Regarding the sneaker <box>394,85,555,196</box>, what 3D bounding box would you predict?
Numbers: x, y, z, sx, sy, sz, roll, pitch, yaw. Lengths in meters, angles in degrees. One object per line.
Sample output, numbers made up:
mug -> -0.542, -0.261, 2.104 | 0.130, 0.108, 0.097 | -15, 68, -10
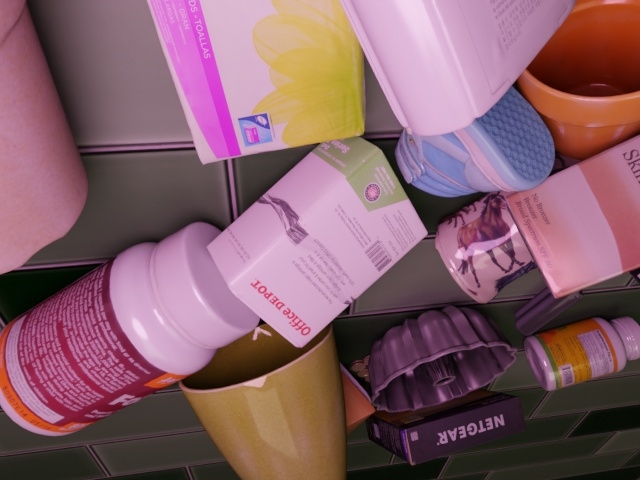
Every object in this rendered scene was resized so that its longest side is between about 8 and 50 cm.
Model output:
sneaker -> 0.135, -0.178, 0.641 | 0.127, 0.208, 0.319 | -42, 100, -20

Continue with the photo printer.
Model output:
photo printer -> 0.105, -0.290, 0.422 | 0.256, 0.107, 0.308 | -49, 121, -25

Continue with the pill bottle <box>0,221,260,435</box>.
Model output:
pill bottle -> -0.307, 0.142, 0.781 | 0.392, 0.224, 0.224 | -28, 133, 16

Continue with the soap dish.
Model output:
soap dish -> -0.049, 0.365, 1.054 | 0.118, 0.229, 0.291 | -25, 157, -52

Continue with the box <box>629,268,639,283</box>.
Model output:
box -> 0.739, -0.014, 0.914 | 0.184, 0.103, 0.261 | 4, 134, -34

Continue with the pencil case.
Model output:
pencil case -> 0.397, -0.052, 0.789 | 0.410, 0.160, 0.183 | -32, 142, 19

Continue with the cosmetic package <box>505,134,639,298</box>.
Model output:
cosmetic package -> 0.410, -0.049, 0.612 | 0.296, 0.153, 0.129 | -28, 166, 19

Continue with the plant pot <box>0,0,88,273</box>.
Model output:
plant pot -> -0.395, -0.127, 0.464 | 0.333, 0.334, 0.306 | -7, 146, -6

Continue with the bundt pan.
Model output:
bundt pan -> 0.250, 0.256, 1.061 | 0.330, 0.124, 0.331 | -11, 143, -9

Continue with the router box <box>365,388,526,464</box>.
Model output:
router box -> 0.295, 0.440, 1.182 | 0.308, 0.081, 0.243 | -8, 173, -19

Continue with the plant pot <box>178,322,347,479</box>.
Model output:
plant pot -> -0.065, 0.322, 0.842 | 0.274, 0.275, 0.294 | -17, 98, 5

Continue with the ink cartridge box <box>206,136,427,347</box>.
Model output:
ink cartridge box -> 0.000, 0.000, 0.725 | 0.273, 0.115, 0.198 | -41, 132, -3

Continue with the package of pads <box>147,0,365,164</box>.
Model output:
package of pads -> -0.062, -0.243, 0.545 | 0.229, 0.101, 0.297 | -11, 135, -1

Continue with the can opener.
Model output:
can opener -> 0.519, 0.095, 1.035 | 0.093, 0.074, 0.280 | 35, 123, 4

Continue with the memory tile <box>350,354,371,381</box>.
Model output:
memory tile -> 0.151, 0.320, 1.202 | 0.113, 0.012, 0.148 | -30, 133, 17

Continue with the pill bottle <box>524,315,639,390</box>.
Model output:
pill bottle -> 0.642, 0.267, 1.168 | 0.245, 0.136, 0.136 | -18, 135, 5

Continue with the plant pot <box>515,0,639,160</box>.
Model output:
plant pot -> 0.359, -0.207, 0.621 | 0.205, 0.205, 0.188 | -25, 150, 12

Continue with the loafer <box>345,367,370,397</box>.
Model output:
loafer -> 0.051, 0.349, 1.164 | 0.078, 0.076, 0.223 | -34, 128, 31
